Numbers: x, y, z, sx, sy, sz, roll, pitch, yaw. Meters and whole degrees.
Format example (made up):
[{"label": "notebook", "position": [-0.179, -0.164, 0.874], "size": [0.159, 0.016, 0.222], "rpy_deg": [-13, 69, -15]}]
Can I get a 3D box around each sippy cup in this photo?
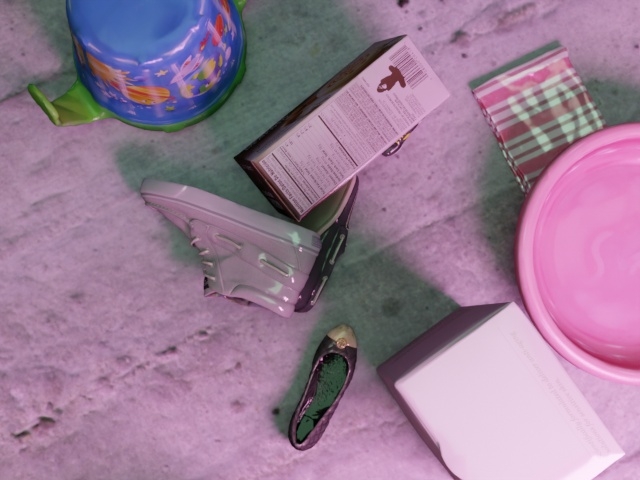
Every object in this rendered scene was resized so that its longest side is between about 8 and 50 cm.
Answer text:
[{"label": "sippy cup", "position": [-0.212, -0.269, 1.267], "size": [0.240, 0.224, 0.306], "rpy_deg": [15, 86, 0]}]

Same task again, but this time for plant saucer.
[{"label": "plant saucer", "position": [0.404, 0.016, 1.313], "size": [0.332, 0.084, 0.332], "rpy_deg": [0, 91, -7]}]

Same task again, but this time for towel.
[{"label": "towel", "position": [0.309, -0.150, 1.366], "size": [0.144, 0.029, 0.197], "rpy_deg": [-27, 86, -4]}]

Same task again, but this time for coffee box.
[{"label": "coffee box", "position": [0.023, -0.142, 1.282], "size": [0.246, 0.141, 0.098], "rpy_deg": [-40, 103, -6]}]

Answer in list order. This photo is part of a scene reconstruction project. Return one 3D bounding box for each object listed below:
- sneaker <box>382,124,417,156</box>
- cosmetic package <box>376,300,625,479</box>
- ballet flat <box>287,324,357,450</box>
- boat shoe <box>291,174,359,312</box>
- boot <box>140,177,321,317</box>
[{"label": "sneaker", "position": [0.107, -0.149, 1.358], "size": [0.031, 0.035, 0.083], "rpy_deg": [37, 85, 3]}, {"label": "cosmetic package", "position": [0.183, 0.189, 1.166], "size": [0.155, 0.365, 0.197], "rpy_deg": [-35, 87, -4]}, {"label": "ballet flat", "position": [0.007, 0.192, 1.319], "size": [0.057, 0.049, 0.173], "rpy_deg": [21, 85, 0]}, {"label": "boat shoe", "position": [0.000, 0.000, 1.342], "size": [0.065, 0.075, 0.206], "rpy_deg": [36, 76, -41]}, {"label": "boot", "position": [-0.133, 0.010, 1.288], "size": [0.258, 0.095, 0.123], "rpy_deg": [19, 86, 21]}]
